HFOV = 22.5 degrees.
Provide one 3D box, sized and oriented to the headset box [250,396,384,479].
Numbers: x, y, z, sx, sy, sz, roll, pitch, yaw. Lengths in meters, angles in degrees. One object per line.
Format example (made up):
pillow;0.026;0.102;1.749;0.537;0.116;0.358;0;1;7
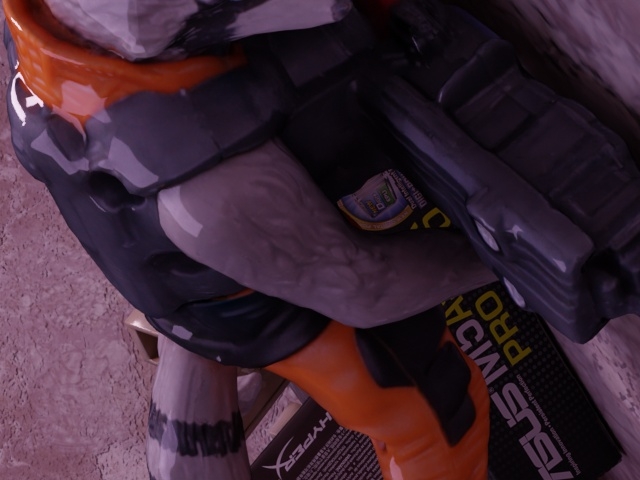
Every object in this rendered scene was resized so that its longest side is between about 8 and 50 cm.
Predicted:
headset box;0.081;0.235;1.173;0.293;0.110;0.218;40;172;5

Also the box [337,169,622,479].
box;0.025;0.006;0.825;0.216;0.060;0.270;56;173;-21

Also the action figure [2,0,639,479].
action figure;-0.002;0.018;0.521;0.341;0.178;0.330;41;157;44

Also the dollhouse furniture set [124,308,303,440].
dollhouse furniture set;0.039;0.155;1.532;0.355;0.174;0.303;16;144;33
